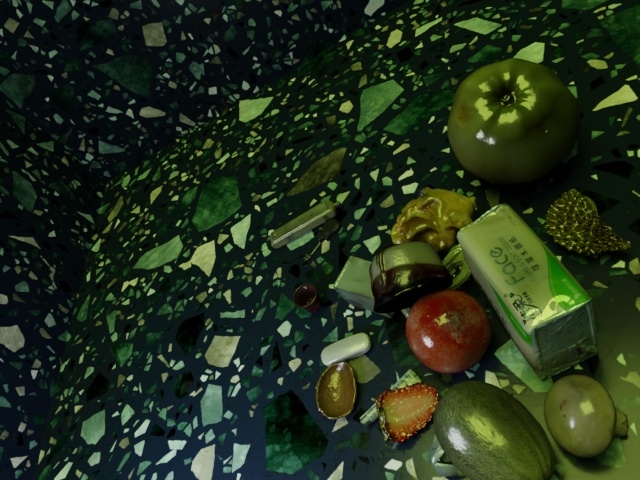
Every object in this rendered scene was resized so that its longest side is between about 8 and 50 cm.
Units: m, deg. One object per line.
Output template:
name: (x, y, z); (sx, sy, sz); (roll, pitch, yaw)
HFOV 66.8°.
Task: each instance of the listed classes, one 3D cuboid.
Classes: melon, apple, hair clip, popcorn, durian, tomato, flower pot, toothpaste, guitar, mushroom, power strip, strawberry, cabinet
melon: (0.455, 0.524, 1.295); (0.248, 0.248, 0.329); (-48, 45, -8)
apple: (0.679, -0.422, 1.746); (0.473, 0.473, 0.474); (-19, 47, 22)
hair clip: (0.426, 0.160, 1.725); (0.321, 0.091, 0.138); (-43, 50, 14)
popcorn: (0.424, -0.076, 1.799); (0.316, 0.281, 0.297); (-41, 24, -18)
durian: (0.849, -0.049, 1.577); (0.172, 0.166, 0.306); (-61, 31, 23)
tomato: (0.399, 0.280, 1.527); (0.264, 0.265, 0.265); (-19, 47, 22)
flower pot: (-0.043, 0.243, 1.978); (0.111, 0.089, 0.111); (-18, 48, 22)
toothpaste: (0.228, 0.522, 1.601); (0.239, 0.039, 0.062); (-41, 47, -4)
guitar: (0.000, 0.000, 2.193); (0.233, 0.025, 0.088); (-50, 45, -11)
mushroom: (0.692, 0.454, 1.251); (0.204, 0.204, 0.204); (-19, 47, 22)
power strip: (-0.069, -0.083, 2.285); (0.387, 0.066, 0.092); (-30, 42, 15)
strawberry: (0.275, 0.545, 1.533); (0.208, 0.087, 0.167); (-10, 67, -4)
cabinet: (0.190, 0.172, 1.834); (0.206, 0.145, 0.150); (14, 65, 41)

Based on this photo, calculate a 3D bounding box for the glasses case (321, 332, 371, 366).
glasses case: (0.093, 0.401, 1.784); (0.197, 0.049, 0.076); (-26, 45, 15)

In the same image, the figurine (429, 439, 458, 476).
figurine: (0.357, 0.633, 1.399); (0.082, 0.086, 0.094); (-58, 2, -38)

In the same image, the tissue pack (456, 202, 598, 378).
tissue pack: (0.602, 0.148, 1.431); (0.205, 0.332, 0.405); (-30, 43, 9)

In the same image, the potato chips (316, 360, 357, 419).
potato chips: (0.060, 0.529, 1.704); (0.150, 0.049, 0.202); (-17, 45, 16)

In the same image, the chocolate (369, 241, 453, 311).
chocolate: (0.278, 0.109, 1.613); (0.283, 0.283, 0.186); (-28, 68, 13)
